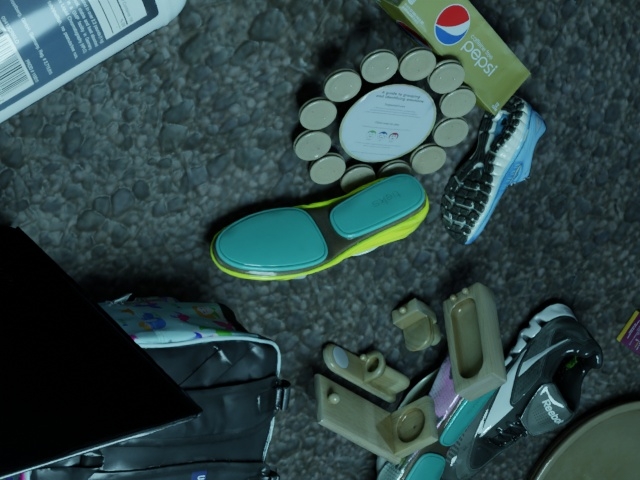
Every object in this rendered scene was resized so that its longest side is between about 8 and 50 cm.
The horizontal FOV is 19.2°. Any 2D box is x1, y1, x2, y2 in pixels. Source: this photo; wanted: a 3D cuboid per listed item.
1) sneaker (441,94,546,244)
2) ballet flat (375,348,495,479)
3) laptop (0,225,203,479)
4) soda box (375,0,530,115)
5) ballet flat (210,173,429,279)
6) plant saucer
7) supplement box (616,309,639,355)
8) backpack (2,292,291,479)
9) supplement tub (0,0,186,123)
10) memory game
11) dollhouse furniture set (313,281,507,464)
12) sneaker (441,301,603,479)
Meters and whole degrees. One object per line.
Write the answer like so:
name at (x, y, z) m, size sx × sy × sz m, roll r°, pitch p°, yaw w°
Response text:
sneaker at (0.186, -0.065, 1.943) m, size 0.073 × 0.063 × 0.162 m, roll 22°, pitch 100°, yaw -41°
ballet flat at (0.107, 0.210, 2.017) m, size 0.221 × 0.079 × 0.077 m, roll -59°, pitch 148°, yaw 2°
laptop at (-0.360, 0.197, 1.511) m, size 0.236 × 0.382 × 0.408 m, roll 24°, pitch 98°, yaw -38°
soda box at (0.126, -0.201, 1.836) m, size 0.058 × 0.061 × 0.181 m, roll -50°, pitch 129°, yaw -3°
ballet flat at (0.000, 0.000, 1.849) m, size 0.231 × 0.077 × 0.077 m, roll -19°, pitch 156°, yaw -19°
plant saucer at (0.336, 0.306, 2.238) m, size 0.278 × 0.041 × 0.278 m, roll -15°, pitch 121°, yaw -27°
supplement box at (0.387, 0.122, 2.151) m, size 0.055 × 0.083 × 0.043 m, roll 32°, pitch 93°, yaw -38°
backpack at (-0.182, 0.164, 1.733) m, size 0.253 × 0.191 × 0.225 m, roll -5°, pitch 113°, yaw -39°
supplement tub at (-0.227, -0.220, 1.505) m, size 0.272 × 0.191 × 0.191 m, roll -33°, pitch 127°, yaw -11°
memory game at (0.062, -0.115, 1.828) m, size 0.186 × 0.012 × 0.186 m, roll -12°, pitch 137°, yaw -11°
dollhouse furniture set at (0.088, 0.116, 1.916) m, size 0.151 × 0.144 × 0.123 m, roll -31°, pitch 136°, yaw 30°
sneaker at (0.218, 0.178, 2.044) m, size 0.234 × 0.106 × 0.078 m, roll -49°, pitch 129°, yaw -3°
